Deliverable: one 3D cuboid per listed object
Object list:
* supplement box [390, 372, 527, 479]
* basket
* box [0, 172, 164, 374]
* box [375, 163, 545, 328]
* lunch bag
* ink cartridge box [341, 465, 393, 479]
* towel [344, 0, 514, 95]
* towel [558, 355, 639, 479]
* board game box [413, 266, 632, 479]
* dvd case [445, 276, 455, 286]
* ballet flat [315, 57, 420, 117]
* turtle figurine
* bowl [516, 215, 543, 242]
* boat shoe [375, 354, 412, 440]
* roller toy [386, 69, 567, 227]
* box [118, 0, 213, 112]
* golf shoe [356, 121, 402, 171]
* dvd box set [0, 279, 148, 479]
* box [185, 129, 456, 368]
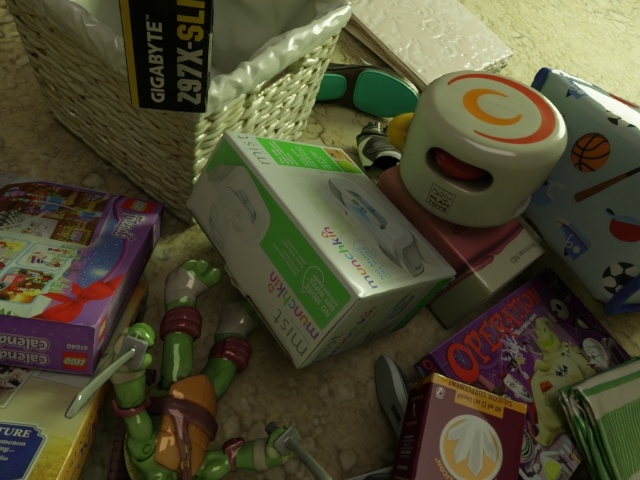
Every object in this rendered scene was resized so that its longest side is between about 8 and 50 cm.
[{"bbox_3d":[0.130,0.245,0.478,0.104,0.081,0.188,18,65,2],"label":"supplement box"},{"bbox_3d":[-0.196,-0.263,0.688,0.331,0.266,0.328,37,55,7],"label":"basket"},{"bbox_3d":[-0.301,0.016,0.514,0.200,0.057,0.293,11,24,-11],"label":"box"},{"bbox_3d":[0.194,-0.011,0.738,0.148,0.127,0.232,-28,70,-32],"label":"box"},{"bbox_3d":[0.494,-0.066,0.750,0.385,0.239,0.328,-1,47,-34],"label":"lunch bag"},{"bbox_3d":[0.103,0.336,0.524,0.332,0.065,0.166,-5,59,-22],"label":"ink cartridge box"},{"bbox_3d":[0.246,-0.474,1.102,0.331,0.053,0.317,-30,72,-31],"label":"towel"},{"bbox_3d":[0.437,0.322,0.599,0.247,0.038,0.325,-3,68,-36],"label":"towel"},{"bbox_3d":[0.306,0.179,0.667,0.346,0.056,0.208,-21,63,-39],"label":"board game box"},{"bbox_3d":[0.120,0.059,0.683,0.087,0.119,0.013,51,23,18],"label":"dvd case"},{"bbox_3d":[0.055,-0.305,0.908,0.280,0.095,0.096,6,44,-14],"label":"ballet flat"},{"bbox_3d":[-0.100,0.136,0.477,0.197,0.275,0.266,12,41,-11],"label":"turtle figurine"},{"bbox_3d":[0.312,-0.030,0.835,0.142,0.053,0.142,-31,72,-32],"label":"bowl"},{"bbox_3d":[0.107,0.206,0.602,0.040,0.049,0.142,8,33,-21],"label":"boat shoe"},{"bbox_3d":[0.208,-0.119,0.644,0.209,0.146,0.191,-3,52,-11],"label":"roller toy"},{"bbox_3d":[-0.134,-0.325,0.429,0.079,0.257,0.322,2,60,-17],"label":"box"},{"bbox_3d":[0.160,-0.147,0.857,0.198,0.077,0.094,6,67,-7],"label":"golf shoe"},{"bbox_3d":[-0.340,0.134,0.376,0.307,0.062,0.420,10,23,-12],"label":"dvd box set"},{"bbox_3d":[0.000,0.000,0.606,0.231,0.127,0.262,-3,48,-51],"label":"box"}]
